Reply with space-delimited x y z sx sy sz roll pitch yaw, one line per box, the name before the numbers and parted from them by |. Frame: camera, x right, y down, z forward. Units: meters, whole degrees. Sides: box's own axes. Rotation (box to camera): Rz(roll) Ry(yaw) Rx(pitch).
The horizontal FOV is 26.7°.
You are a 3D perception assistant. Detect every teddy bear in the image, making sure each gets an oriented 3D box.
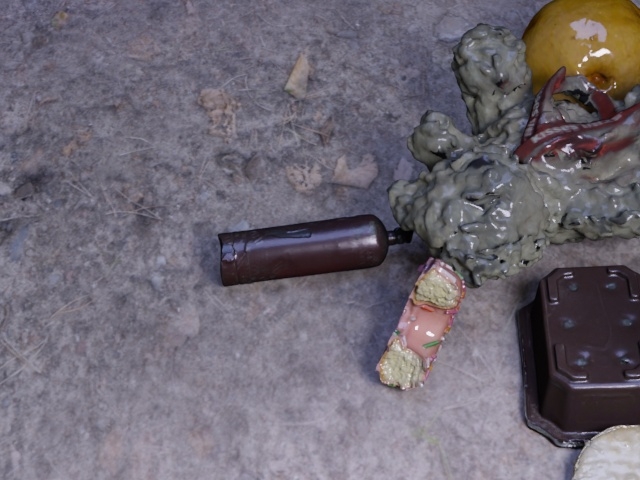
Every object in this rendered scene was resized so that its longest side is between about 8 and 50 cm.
teddy bear | 0.261 -0.086 1.696 0.357 0.224 0.367 23 41 23

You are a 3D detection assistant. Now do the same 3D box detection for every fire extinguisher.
fire extinguisher | 0.000 0.000 1.756 0.267 0.089 0.072 -7 18 0

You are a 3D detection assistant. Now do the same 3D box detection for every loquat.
loquat | 0.378 -0.252 1.907 0.208 0.208 0.208 -4 41 4

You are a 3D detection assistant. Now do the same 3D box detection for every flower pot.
flower pot | 0.323 0.119 1.578 0.178 0.084 0.251 -2 41 6

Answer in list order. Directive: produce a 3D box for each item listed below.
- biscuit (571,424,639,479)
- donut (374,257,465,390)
biscuit | 0.344 0.261 1.446 0.152 0.020 0.152 -3 54 4
donut | 0.125 0.094 1.604 0.065 0.166 0.117 25 21 5
